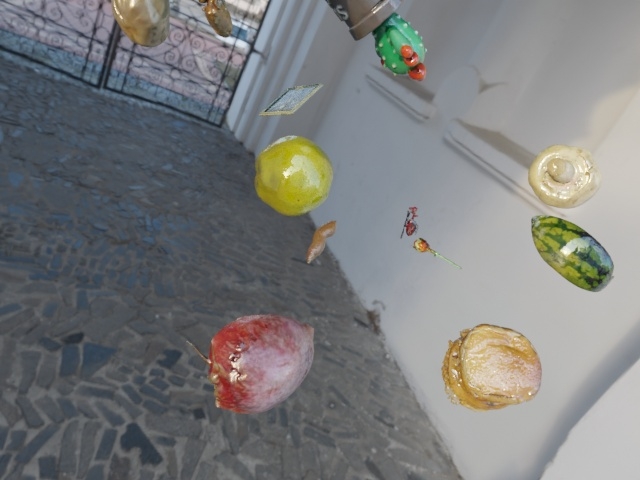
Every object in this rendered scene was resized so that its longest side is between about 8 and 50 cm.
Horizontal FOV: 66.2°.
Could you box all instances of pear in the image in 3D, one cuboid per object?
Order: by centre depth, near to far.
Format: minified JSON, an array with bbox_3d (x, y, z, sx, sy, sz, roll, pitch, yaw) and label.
[{"bbox_3d":[-0.066,-0.158,1.204,0.198,0.198,0.198,22,24,-10],"label":"pear"}]

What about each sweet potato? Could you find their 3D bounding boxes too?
[{"bbox_3d":[-0.003,-0.002,1.814,0.065,0.051,0.218,31,60,7],"label":"sweet potato"}]

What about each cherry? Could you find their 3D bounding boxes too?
[{"bbox_3d":[-0.112,0.235,0.986,0.250,0.175,0.191,-25,95,-32],"label":"cherry"}]

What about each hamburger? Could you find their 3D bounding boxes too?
[{"bbox_3d":[0.460,0.360,1.368,0.245,0.261,0.211,48,-12,15],"label":"hamburger"}]

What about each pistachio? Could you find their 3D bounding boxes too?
[{"bbox_3d":[-0.366,-0.494,1.019,0.125,0.184,0.124,10,-12,2],"label":"pistachio"}]

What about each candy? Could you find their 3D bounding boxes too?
[{"bbox_3d":[0.379,0.047,1.590,0.056,0.048,0.185,-9,35,-46],"label":"candy"}]

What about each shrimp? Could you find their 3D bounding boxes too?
[{"bbox_3d":[-0.226,-0.503,1.037,0.052,0.132,0.187,-18,12,0],"label":"shrimp"}]

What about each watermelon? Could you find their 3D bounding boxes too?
[{"bbox_3d":[0.419,0.016,0.800,0.163,0.069,0.087,43,41,8],"label":"watermelon"}]

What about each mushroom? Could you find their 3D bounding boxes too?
[{"bbox_3d":[0.562,-0.149,1.131,0.154,0.154,0.123,44,17,34],"label":"mushroom"}]

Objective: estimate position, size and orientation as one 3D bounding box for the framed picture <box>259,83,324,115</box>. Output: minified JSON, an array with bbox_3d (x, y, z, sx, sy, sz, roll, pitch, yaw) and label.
[{"bbox_3d":[-0.090,-0.416,1.451,0.183,0.142,0.011,16,-33,51],"label":"framed picture"}]

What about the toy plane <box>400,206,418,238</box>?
[{"bbox_3d":[0.368,-0.071,1.994,0.060,0.145,0.037,7,27,-11],"label":"toy plane"}]

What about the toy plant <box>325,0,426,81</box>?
[{"bbox_3d":[0.174,-0.614,1.388,0.400,0.185,0.279,43,-11,-22],"label":"toy plant"}]
